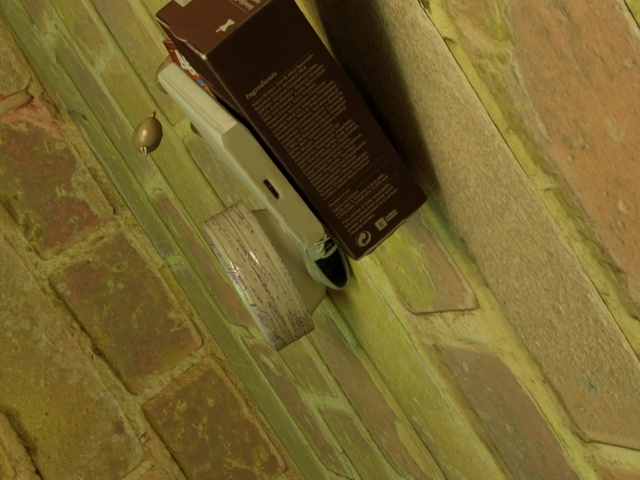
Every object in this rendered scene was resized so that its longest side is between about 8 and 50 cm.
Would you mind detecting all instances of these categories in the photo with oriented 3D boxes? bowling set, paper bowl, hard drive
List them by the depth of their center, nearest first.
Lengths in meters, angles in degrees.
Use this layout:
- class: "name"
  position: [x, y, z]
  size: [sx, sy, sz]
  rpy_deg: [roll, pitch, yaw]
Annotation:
- class: "hard drive"
  position: [-0.113, -0.122, 1.565]
  size: [0.203, 0.040, 0.307]
  rpy_deg: [52, 176, -31]
- class: "bowling set"
  position: [-0.186, -0.257, 1.919]
  size: [0.200, 0.286, 0.154]
  rpy_deg: [15, 177, -11]
- class: "paper bowl"
  position: [-0.095, 0.054, 2.173]
  size: [0.284, 0.148, 0.284]
  rpy_deg: [57, 172, 12]

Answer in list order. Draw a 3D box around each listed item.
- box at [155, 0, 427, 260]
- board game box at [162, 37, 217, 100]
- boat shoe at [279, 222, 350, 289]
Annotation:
- class: "box"
  position: [-0.034, -0.170, 1.506]
  size: [0.381, 0.143, 0.191]
  rpy_deg: [50, 177, -37]
- class: "board game box"
  position: [-0.145, -0.239, 1.718]
  size: [0.281, 0.027, 0.145]
  rpy_deg: [20, 141, 61]
- class: "boat shoe"
  position: [-0.001, 0.001, 2.003]
  size: [0.081, 0.079, 0.227]
  rpy_deg: [30, 156, 42]
